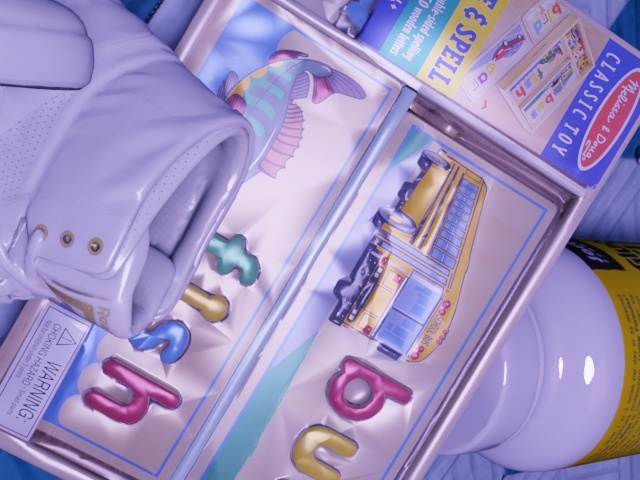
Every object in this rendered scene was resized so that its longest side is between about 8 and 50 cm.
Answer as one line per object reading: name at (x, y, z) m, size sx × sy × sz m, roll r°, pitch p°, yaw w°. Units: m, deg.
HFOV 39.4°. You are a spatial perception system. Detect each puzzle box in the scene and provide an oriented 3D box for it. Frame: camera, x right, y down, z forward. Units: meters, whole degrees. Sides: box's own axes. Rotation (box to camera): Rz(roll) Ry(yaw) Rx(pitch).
puzzle box at (0.000, 0.000, 0.559) m, size 0.272 × 0.052 × 0.409 m, roll 30°, pitch 92°, yaw -12°

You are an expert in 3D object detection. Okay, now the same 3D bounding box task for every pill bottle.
pill bottle at (0.215, 0.091, 0.754) m, size 0.334 × 0.188 × 0.188 m, roll 2°, pitch 110°, yaw -37°

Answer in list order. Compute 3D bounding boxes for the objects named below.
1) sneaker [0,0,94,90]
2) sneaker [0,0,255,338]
sneaker at (-0.221, -0.142, 0.344) m, size 0.290 × 0.106 × 0.123 m, roll 16°, pitch 96°, yaw -21°
sneaker at (-0.167, 0.007, 0.436) m, size 0.292 × 0.169 × 0.108 m, roll -45°, pitch 156°, yaw -9°
